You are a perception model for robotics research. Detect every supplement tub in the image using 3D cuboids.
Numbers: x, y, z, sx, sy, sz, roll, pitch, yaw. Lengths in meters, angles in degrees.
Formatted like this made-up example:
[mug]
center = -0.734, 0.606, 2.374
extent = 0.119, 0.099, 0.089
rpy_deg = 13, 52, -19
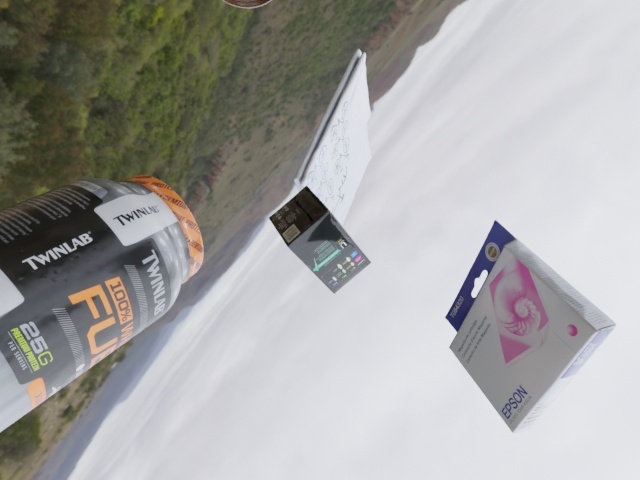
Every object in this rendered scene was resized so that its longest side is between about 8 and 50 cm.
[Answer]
[supplement tub]
center = -0.295, 0.052, 0.498
extent = 0.316, 0.193, 0.193
rpy_deg = -40, 177, -45

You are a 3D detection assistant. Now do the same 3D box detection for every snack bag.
[snack bag]
center = 0.046, -0.152, 0.946
extent = 0.342, 0.037, 0.323
rpy_deg = 73, 36, -61

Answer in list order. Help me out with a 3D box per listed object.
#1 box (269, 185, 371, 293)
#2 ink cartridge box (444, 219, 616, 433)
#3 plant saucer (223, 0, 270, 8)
[box]
center = 0.000, 0.000, 0.450
extent = 0.052, 0.083, 0.062
rpy_deg = -41, -143, 2
[ink cartridge box]
center = 0.397, 0.179, 0.983
extent = 0.330, 0.071, 0.324
rpy_deg = 56, -37, 44
[plant saucer]
center = -0.141, -0.513, 0.829
extent = 0.168, 0.168, 0.029
rpy_deg = -52, -160, 5
